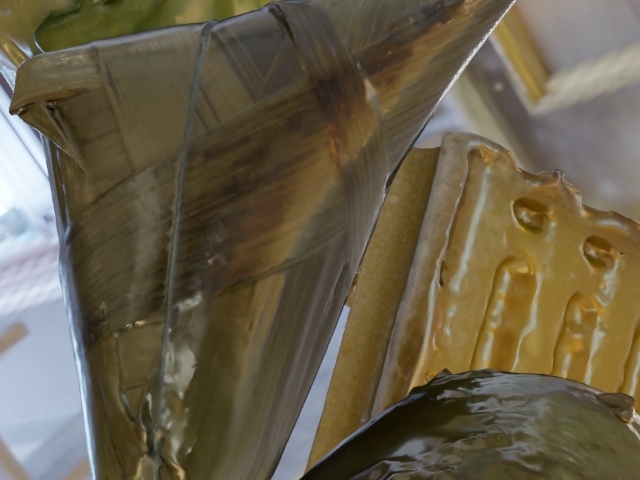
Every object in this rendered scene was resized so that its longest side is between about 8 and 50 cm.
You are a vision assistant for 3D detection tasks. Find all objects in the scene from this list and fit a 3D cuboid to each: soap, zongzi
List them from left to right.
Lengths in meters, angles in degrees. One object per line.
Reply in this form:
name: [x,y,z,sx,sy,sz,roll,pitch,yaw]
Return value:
zongzi: [0.000,0.000,0.703,0.242,0.221,0.112,-12,169,11]
soap: [0.116,0.105,1.026,0.143,0.259,0.281,2,-110,50]

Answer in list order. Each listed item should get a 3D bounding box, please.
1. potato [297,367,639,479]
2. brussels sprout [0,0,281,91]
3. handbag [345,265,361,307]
potato: [0.039,0.153,0.471,0.210,0.173,0.307,-51,-177,16]
brussels sprout: [-0.069,-0.146,1.115,0.328,0.328,0.247,-27,-174,25]
handbag: [0.056,0.022,1.193,0.083,0.061,0.027,-37,-129,23]
